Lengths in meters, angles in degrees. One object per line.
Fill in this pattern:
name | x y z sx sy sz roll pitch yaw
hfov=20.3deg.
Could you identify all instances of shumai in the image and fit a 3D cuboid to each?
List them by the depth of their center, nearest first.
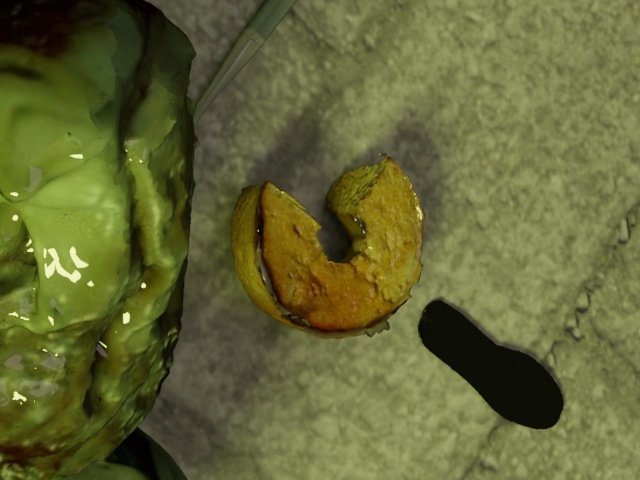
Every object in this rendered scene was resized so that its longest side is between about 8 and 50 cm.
shumai | -0.214 -0.040 1.102 0.395 0.348 0.395 16 57 -26

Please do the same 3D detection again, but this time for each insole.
insole | 0.154 0.115 1.607 0.188 0.004 0.064 37 69 -28

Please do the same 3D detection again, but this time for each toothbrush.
toothbrush | -0.042 -0.182 1.463 0.025 0.030 0.342 48 63 -29

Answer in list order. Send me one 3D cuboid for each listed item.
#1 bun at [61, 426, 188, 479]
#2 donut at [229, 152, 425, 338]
bun | -0.218 0.248 1.225 0.293 0.293 0.187 -20 132 -33
donut | 0.003 0.011 1.467 0.181 0.078 0.146 -15 99 -40
